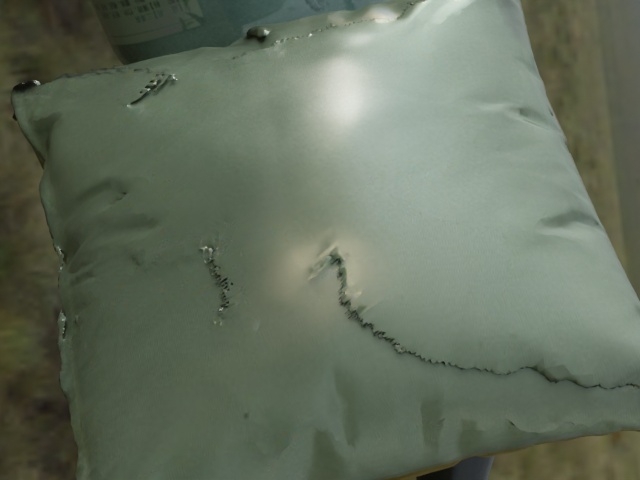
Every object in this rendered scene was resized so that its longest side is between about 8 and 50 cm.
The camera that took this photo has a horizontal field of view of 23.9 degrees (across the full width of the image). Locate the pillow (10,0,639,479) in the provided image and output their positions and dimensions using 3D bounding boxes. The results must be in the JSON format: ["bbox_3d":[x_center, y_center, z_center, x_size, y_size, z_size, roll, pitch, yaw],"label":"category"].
[{"bbox_3d":[0.000,0.000,0.794,0.119,0.312,0.310,73,2,-55],"label":"pillow"}]

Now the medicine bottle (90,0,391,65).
[{"bbox_3d":[-0.053,-0.199,1.190,0.245,0.245,0.290,-67,136,-66],"label":"medicine bottle"}]

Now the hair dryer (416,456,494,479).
[{"bbox_3d":[0.082,0.180,1.353,0.272,0.091,0.235,157,-59,-68],"label":"hair dryer"}]
